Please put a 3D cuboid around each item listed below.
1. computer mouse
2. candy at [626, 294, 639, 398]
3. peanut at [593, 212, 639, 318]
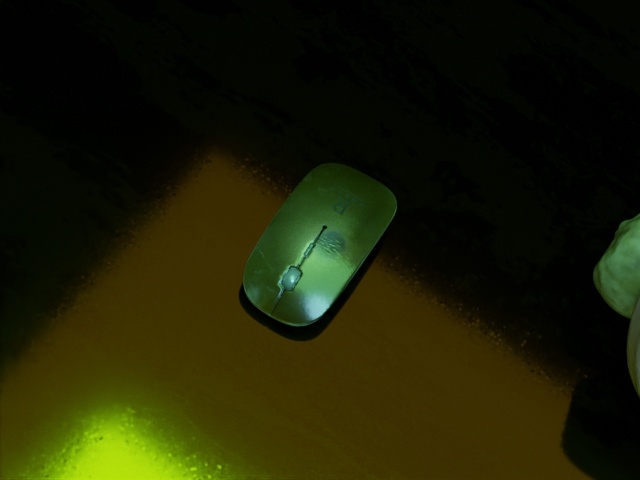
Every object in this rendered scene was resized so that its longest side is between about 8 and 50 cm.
[{"bbox_3d":[0.000,-0.001,1.628,0.102,0.045,0.199,30,59,11],"label":"computer mouse"},{"bbox_3d":[0.420,0.113,1.538,0.255,0.255,0.094,10,19,-5],"label":"candy"},{"bbox_3d":[0.403,0.018,1.624,0.253,0.122,0.137,1,67,1],"label":"peanut"}]
